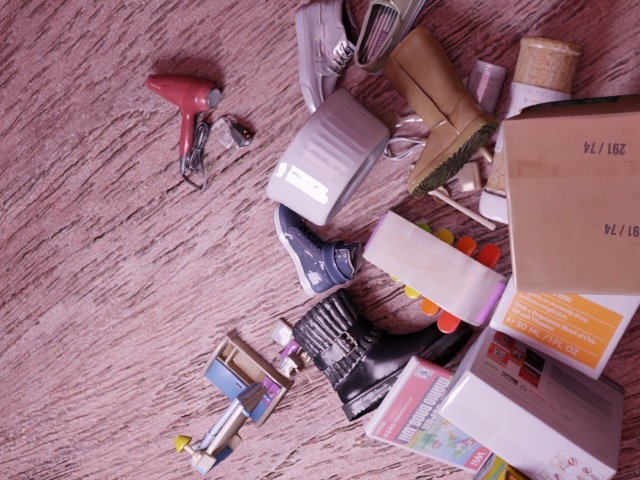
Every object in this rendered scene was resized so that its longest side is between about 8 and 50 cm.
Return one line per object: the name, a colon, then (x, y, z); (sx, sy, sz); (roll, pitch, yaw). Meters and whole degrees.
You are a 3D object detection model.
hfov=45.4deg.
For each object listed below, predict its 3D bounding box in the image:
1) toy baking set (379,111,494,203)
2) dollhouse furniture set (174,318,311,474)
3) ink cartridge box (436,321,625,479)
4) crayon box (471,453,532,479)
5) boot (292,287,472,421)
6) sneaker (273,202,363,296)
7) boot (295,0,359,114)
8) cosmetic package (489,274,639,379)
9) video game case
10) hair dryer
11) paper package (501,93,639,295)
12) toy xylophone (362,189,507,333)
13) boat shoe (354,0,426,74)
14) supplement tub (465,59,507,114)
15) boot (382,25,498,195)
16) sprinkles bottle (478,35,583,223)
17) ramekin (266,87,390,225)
toy baking set: (0.238, -0.194, 1.612); (0.196, 0.030, 0.256); (-36, 84, 23)
dollhouse furniture set: (-0.202, 0.318, 1.723); (0.198, 0.303, 0.286); (39, 110, 12)
ink cartridge box: (0.418, 0.312, 1.487); (0.309, 0.272, 0.130); (34, 123, 9)
crayon box: (0.353, 0.503, 1.512); (0.081, 0.318, 0.202); (39, 110, 13)
boot: (0.125, 0.200, 1.666); (0.348, 0.131, 0.260); (-34, 70, 9)
sneaker: (0.001, 0.000, 1.701); (0.163, 0.086, 0.226); (-21, 99, 34)
boot: (0.024, -0.389, 1.635); (0.123, 0.095, 0.259); (-7, 94, 30)
cosmetic package: (0.516, 0.001, 1.423); (0.230, 0.161, 0.454); (26, 115, 17)
video game case: (0.263, 0.370, 1.605); (0.285, 0.025, 0.204); (23, 109, -19)
hair dryer: (-0.315, -0.282, 1.802); (0.223, 0.080, 0.294); (-37, 83, 23)
paper package: (0.476, -0.074, 1.230); (0.324, 0.168, 0.310); (-1, 104, 27)
toy xylophone: (0.239, 0.026, 1.576); (0.322, 0.081, 0.236); (42, 101, 28)
boat shoe: (0.154, -0.485, 1.569); (0.109, 0.094, 0.303); (22, 106, 18)
supplement tub: (0.326, -0.302, 1.538); (0.071, 0.071, 0.107); (23, 106, 18)
boot: (0.207, -0.258, 1.551); (0.236, 0.089, 0.270); (-44, 62, 22)
sprinkles bottle: (0.406, -0.210, 1.492); (0.121, 0.121, 0.356); (16, 103, 20)
ramekin: (0.023, -0.163, 1.581); (0.135, 0.277, 0.277); (36, 110, 5)
